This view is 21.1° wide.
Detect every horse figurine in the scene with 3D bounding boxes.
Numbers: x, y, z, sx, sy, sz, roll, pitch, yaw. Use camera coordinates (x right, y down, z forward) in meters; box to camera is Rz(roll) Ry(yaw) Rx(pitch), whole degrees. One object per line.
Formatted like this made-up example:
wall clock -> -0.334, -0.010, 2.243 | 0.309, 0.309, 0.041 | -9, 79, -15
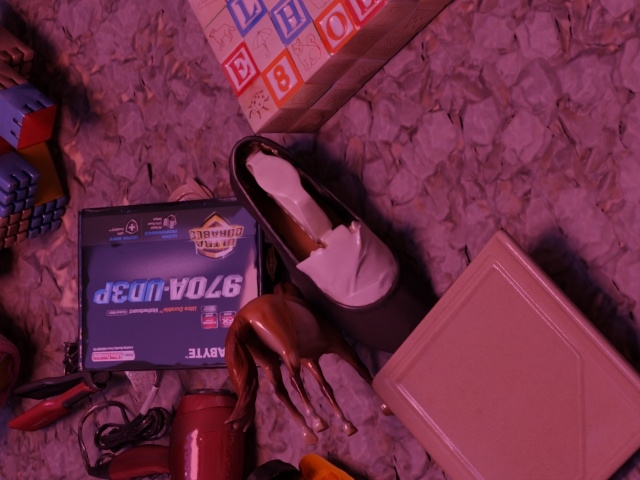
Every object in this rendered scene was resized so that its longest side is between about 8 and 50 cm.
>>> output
horse figurine -> -0.025, 0.107, 1.616 | 0.066, 0.263, 0.174 | -38, 76, 21

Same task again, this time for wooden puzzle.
wooden puzzle -> 0.177, 0.139, 1.543 | 0.221, 0.044, 0.239 | 49, 128, 18

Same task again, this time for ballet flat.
ballet flat -> 0.000, 0.000, 1.645 | 0.095, 0.096, 0.280 | -43, 65, -8

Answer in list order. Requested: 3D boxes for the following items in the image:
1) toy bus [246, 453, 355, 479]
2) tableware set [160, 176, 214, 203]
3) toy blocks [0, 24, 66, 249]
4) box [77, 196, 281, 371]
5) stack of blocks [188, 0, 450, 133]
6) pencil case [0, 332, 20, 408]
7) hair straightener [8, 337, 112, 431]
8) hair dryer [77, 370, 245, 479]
toy bus -> -0.041, 0.352, 1.698 | 0.149, 0.220, 0.211 | 36, 149, 42
tableware set -> -0.162, 0.024, 1.838 | 0.168, 0.020, 0.141 | -35, 67, 15
toy blocks -> -0.405, -0.098, 2.002 | 0.261, 0.191, 0.381 | 38, 129, 25
box -> -0.148, 0.047, 1.789 | 0.220, 0.051, 0.175 | -3, 84, 24
stack of blocks -> 0.016, -0.255, 1.642 | 0.297, 0.087, 0.171 | -41, 66, 37
pencil case -> -0.535, 0.079, 2.049 | 0.386, 0.167, 0.160 | 39, 86, 21
hair straightener -> -0.295, 0.149, 1.970 | 0.230, 0.047, 0.089 | -34, 50, 51
hair dryer -> -0.157, 0.235, 1.857 | 0.223, 0.080, 0.293 | -61, 41, 31
